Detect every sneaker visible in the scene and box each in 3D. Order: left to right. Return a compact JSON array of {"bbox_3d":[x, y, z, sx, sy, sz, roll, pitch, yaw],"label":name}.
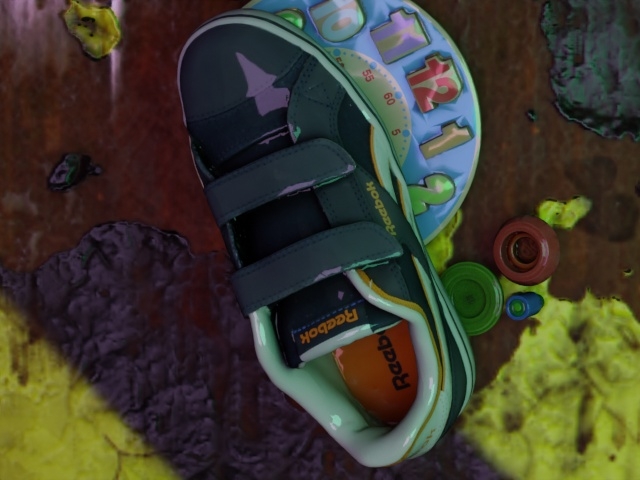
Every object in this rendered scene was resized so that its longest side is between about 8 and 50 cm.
[{"bbox_3d":[0.000,0.000,1.303,0.126,0.127,0.321,-27,98,23],"label":"sneaker"}]

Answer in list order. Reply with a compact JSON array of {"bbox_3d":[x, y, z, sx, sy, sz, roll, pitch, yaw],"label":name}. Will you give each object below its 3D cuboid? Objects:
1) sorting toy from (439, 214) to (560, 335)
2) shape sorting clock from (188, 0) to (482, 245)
[{"bbox_3d":[0.130,0.027,1.367,0.102,0.042,0.061,-42,75,24],"label":"sorting toy"},{"bbox_3d":[0.008,-0.077,1.364,0.206,0.040,0.206,1,99,9],"label":"shape sorting clock"}]
